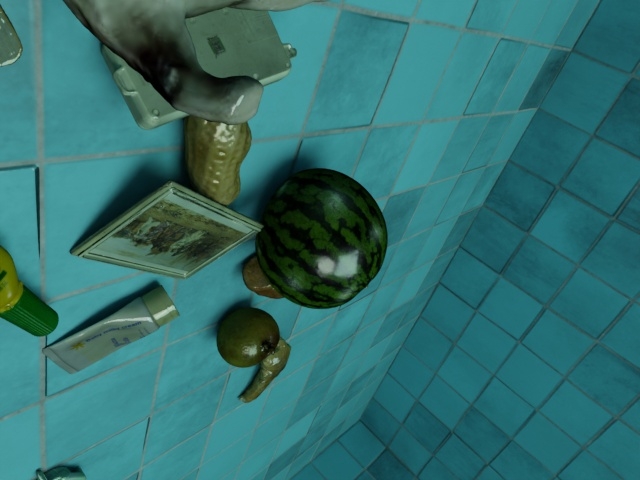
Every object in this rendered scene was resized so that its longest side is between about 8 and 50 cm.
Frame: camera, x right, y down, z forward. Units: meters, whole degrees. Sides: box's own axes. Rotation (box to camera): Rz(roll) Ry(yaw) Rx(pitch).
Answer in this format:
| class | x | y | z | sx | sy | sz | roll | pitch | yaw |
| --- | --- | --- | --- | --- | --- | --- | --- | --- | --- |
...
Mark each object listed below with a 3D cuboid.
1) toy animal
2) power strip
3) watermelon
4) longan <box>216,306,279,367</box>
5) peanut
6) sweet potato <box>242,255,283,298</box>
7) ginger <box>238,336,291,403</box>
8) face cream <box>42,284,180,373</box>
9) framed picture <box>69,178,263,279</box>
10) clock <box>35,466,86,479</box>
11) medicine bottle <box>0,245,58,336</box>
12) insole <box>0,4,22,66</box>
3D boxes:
| class | x | y | z | sx | sy | sz | roll | pitch | yaw |
| --- | --- | --- | --- | --- | --- | --- | --- | --- | --- |
| toy animal | -0.136 | -0.317 | 0.485 | 0.194 | 0.302 | 0.345 | 102 | 13 | -50 |
| power strip | -0.155 | -0.247 | 0.651 | 0.270 | 0.046 | 0.118 | -33 | 104 | -31 |
| watermelon | 0.000 | 0.000 | 1.008 | 0.285 | 0.285 | 0.285 | -37 | 150 | -26 |
| longan | -0.169 | 0.241 | 1.169 | 0.155 | 0.176 | 0.145 | -55 | 142 | -26 |
| peanut | -0.165 | -0.142 | 0.773 | 0.108 | 0.095 | 0.226 | -18 | 141 | -31 |
| sweet potato | -0.104 | 0.099 | 1.173 | 0.097 | 0.097 | 0.251 | -53 | 152 | 4 |
| ginger | -0.172 | 0.411 | 1.479 | 0.295 | 0.086 | 0.131 | -60 | 174 | 28 |
| face cream | -0.377 | 0.170 | 0.886 | 0.224 | 0.070 | 0.114 | -31 | 148 | -18 |
| framed picture | -0.246 | 0.000 | 0.826 | 0.217 | 0.017 | 0.274 | -32 | 157 | 16 |
| clock | -0.582 | 0.535 | 1.034 | 0.101 | 0.041 | 0.135 | -42 | 151 | -17 |
| medicine bottle | -0.440 | 0.060 | 0.637 | 0.095 | 0.064 | 0.261 | -41 | 153 | -19 |
| insole | -0.345 | -0.253 | 0.456 | 0.064 | 0.004 | 0.189 | -36 | 149 | -25 |
